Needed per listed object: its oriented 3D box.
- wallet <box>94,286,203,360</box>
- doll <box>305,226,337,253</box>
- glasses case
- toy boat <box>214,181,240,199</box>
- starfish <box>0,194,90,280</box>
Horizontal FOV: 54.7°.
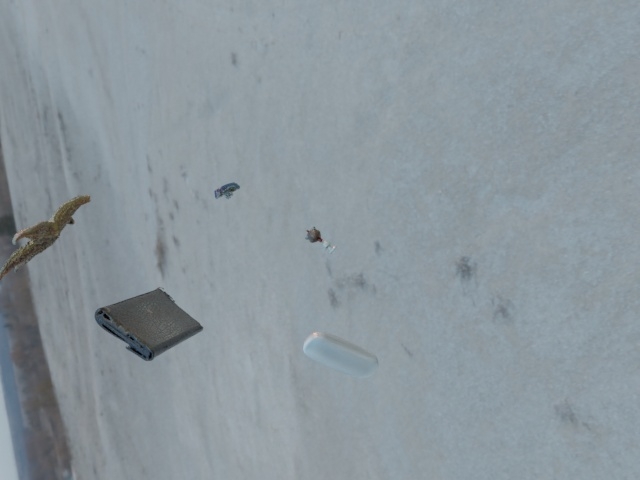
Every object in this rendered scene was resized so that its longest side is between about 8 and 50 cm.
[{"bbox_3d":[-0.319,0.157,1.181,0.132,0.243,0.039,38,100,5],"label":"wallet"},{"bbox_3d":[0.000,0.002,1.606,0.085,0.058,0.040,43,100,22],"label":"doll"},{"bbox_3d":[0.050,0.275,1.482,0.076,0.197,0.049,-52,23,30],"label":"glasses case"},{"bbox_3d":[-0.232,-0.119,1.535,0.038,0.083,0.038,18,121,33],"label":"toy boat"},{"bbox_3d":[-0.550,-0.009,1.227,0.043,0.227,0.240,40,-177,-4],"label":"starfish"}]
